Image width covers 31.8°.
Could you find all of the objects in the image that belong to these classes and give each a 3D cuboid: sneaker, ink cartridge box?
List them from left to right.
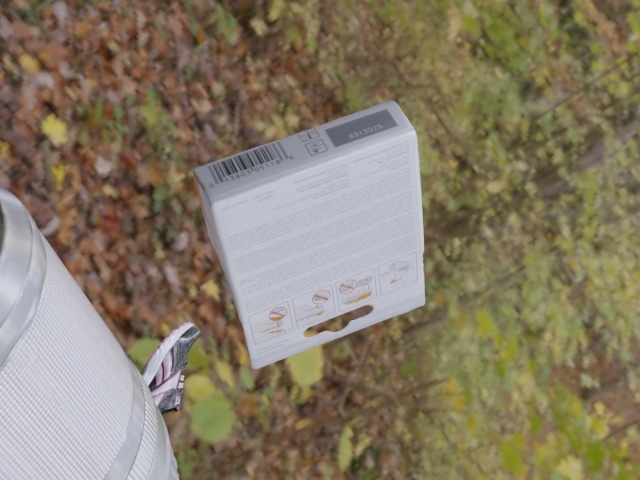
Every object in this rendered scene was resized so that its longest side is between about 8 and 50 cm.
[{"bbox_3d":[-0.213,0.197,1.530,0.077,0.178,0.072,37,-20,-3],"label":"sneaker"},{"bbox_3d":[0.000,0.000,0.780,0.179,0.146,0.045,82,-16,-49],"label":"ink cartridge box"}]

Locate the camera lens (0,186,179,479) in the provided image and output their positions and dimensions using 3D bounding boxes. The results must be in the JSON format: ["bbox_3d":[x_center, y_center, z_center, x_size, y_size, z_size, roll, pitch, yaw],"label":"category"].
[{"bbox_3d":[-0.234,0.110,0.720,0.219,0.220,0.274,-104,172,-48],"label":"camera lens"}]
